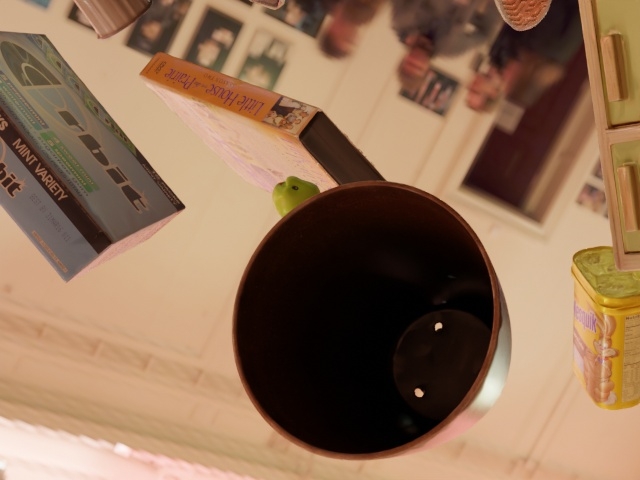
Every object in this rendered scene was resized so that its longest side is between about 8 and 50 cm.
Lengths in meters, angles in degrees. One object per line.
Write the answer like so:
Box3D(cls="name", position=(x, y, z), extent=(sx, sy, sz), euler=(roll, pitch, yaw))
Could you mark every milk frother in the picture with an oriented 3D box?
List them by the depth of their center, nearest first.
Box3D(cls="milk frother", position=(-0.260, -0.321, 1.513), extent=(0.135, 0.129, 0.143), euler=(54, -164, -25))

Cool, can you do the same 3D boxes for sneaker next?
Box3D(cls="sneaker", position=(0.302, -0.492, 2.056), extent=(0.121, 0.108, 0.302), euler=(-115, 2, -52))

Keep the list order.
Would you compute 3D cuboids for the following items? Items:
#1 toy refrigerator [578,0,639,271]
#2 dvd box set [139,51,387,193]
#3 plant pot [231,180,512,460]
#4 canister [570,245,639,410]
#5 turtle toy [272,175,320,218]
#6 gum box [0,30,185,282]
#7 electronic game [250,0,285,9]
Box3D(cls="toy refrigerator", position=(0.265, -0.117, 0.936), extent=(0.094, 0.270, 0.102), euler=(-11, -177, -39))
Box3D(cls="dvd box set", position=(-0.065, -0.141, 1.931), extent=(0.420, 0.062, 0.307), euler=(25, 166, 48))
Box3D(cls="plant pot", position=(0.072, 0.086, 1.045), extent=(0.215, 0.215, 0.230), euler=(31, 179, 27))
Box3D(cls="canister", position=(0.361, 0.111, 1.568), extent=(0.073, 0.170, 0.126), euler=(-10, -151, -7))
Box3D(cls="turtle toy", position=(0.000, 0.000, 1.147), extent=(0.130, 0.066, 0.095), euler=(46, -156, -8))
Box3D(cls="gum box", position=(-0.167, -0.059, 0.783), extent=(0.157, 0.041, 0.184), euler=(50, -169, -2))
Box3D(cls="electronic game", position=(-0.111, -0.375, 1.490), extent=(0.229, 0.048, 0.229), euler=(55, 174, 8))
